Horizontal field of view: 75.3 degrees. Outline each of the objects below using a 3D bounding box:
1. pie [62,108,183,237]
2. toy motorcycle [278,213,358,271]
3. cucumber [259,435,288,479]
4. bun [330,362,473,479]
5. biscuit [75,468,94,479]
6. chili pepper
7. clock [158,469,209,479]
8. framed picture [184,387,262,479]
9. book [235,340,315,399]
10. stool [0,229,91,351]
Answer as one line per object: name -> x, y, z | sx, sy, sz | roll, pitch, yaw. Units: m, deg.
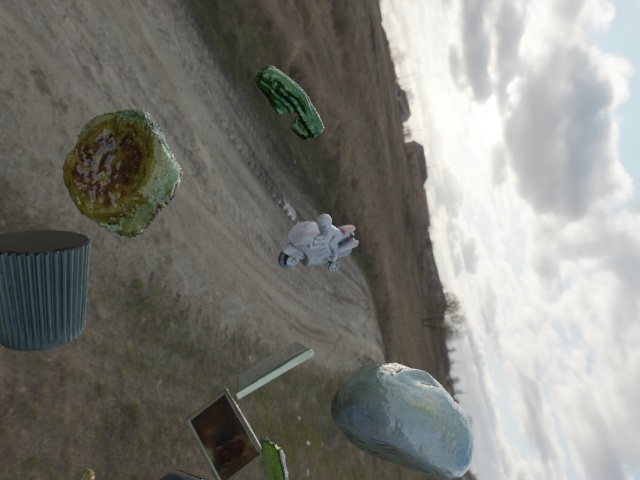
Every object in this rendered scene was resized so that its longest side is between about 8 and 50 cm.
pie -> -0.534, -0.189, 1.108 | 0.355, 0.288, 0.103 | 62, 2, 7
toy motorcycle -> 0.000, 0.000, 1.205 | 0.110, 0.260, 0.171 | 47, -45, 41
cucumber -> -0.120, 0.634, 1.149 | 0.046, 0.070, 0.220 | 28, 25, -36
bun -> 0.199, 0.430, 1.013 | 0.211, 0.361, 0.362 | -63, 147, -33
biscuit -> -0.745, 0.824, 1.251 | 0.040, 0.188, 0.265 | 34, 16, -29
chili pepper -> -0.086, -0.405, 1.214 | 0.253, 0.099, 0.083 | 45, 25, -28
clock -> -0.274, 0.521, 0.635 | 0.312, 0.061, 0.313 | 19, 90, -81
framed picture -> -0.368, 0.750, 1.587 | 0.289, 0.211, 0.020 | 52, 0, 20
book -> -0.166, 0.427, 1.411 | 0.031, 0.264, 0.379 | 62, -13, 4
stool -> -0.920, 0.157, 1.363 | 0.297, 0.297, 0.330 | -52, 150, -73
